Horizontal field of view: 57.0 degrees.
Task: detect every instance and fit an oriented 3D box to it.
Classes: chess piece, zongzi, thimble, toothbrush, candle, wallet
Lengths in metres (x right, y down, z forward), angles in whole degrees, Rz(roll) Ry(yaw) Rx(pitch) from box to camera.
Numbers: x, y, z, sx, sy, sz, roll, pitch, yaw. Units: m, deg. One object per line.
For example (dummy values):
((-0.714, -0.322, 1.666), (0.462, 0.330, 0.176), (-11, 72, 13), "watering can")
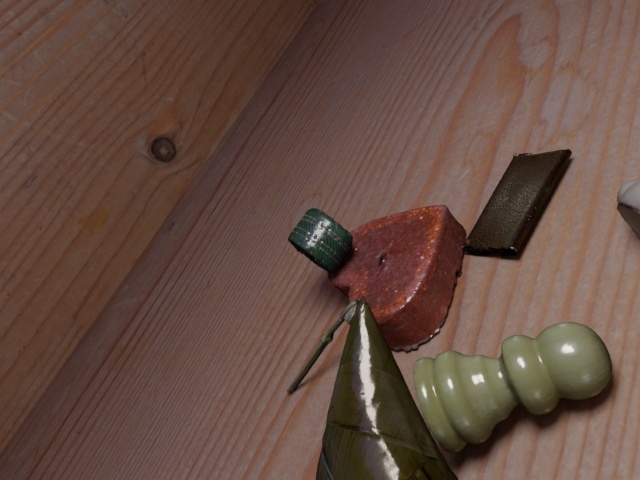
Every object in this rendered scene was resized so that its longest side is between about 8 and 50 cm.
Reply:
((0.275, 0.194, 0.829), (0.251, 0.144, 0.144), (-25, 34, 21), "chess piece")
((0.119, 0.280, 0.750), (0.323, 0.160, 0.361), (16, 102, 53), "zongzi")
((0.001, 0.001, 1.199), (0.090, 0.118, 0.135), (-52, -3, -7), "thimble")
((0.001, 0.211, 1.146), (0.294, 0.026, 0.028), (-54, 54, 36), "toothbrush")
((0.157, 0.045, 1.165), (0.287, 0.131, 0.317), (-40, 31, 5), "candle")
((0.374, -0.072, 1.122), (0.243, 0.039, 0.133), (-57, 25, -19), "wallet")

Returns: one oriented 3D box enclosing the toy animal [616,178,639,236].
((0.525, -0.075, 0.839), (0.193, 0.127, 0.178), (-48, 27, 2), "toy animal")
